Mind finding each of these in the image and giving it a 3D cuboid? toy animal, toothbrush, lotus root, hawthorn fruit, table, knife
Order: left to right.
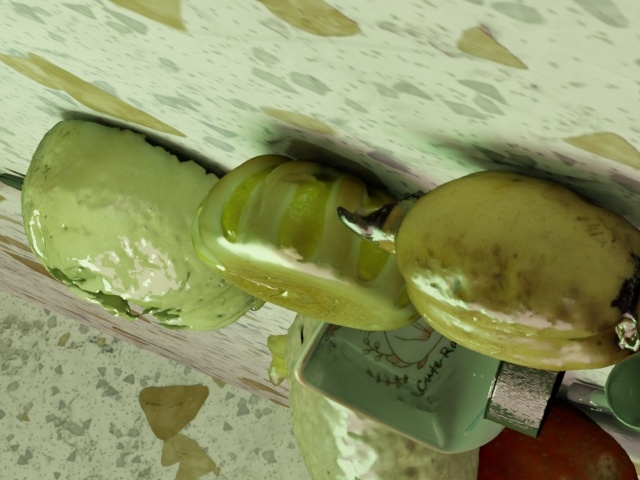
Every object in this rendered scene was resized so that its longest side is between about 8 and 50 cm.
[{"bbox_3d":[-0.279,-0.040,1.902,0.247,0.018,0.035,19,166,12],"label":"knife"},{"bbox_3d":[0.064,0.183,1.620,0.188,0.358,0.226,-16,-160,-10],"label":"toy animal"},{"bbox_3d":[0.201,0.262,1.777,0.300,0.254,0.254,47,170,2],"label":"hawthorn fruit"},{"bbox_3d":[0.114,0.013,0.991,0.221,0.118,0.125,21,137,31],"label":"lotus root"},{"bbox_3d":[0.161,0.075,1.142,0.043,0.133,0.133,21,169,12],"label":"table"},{"bbox_3d":[0.386,0.187,1.516,0.354,0.024,0.029,13,173,44],"label":"toothbrush"}]

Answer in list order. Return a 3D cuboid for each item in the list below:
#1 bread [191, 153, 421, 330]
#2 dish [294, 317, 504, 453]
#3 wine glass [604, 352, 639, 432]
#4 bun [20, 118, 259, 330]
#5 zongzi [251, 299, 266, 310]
[{"bbox_3d":[0.000,0.000,1.210,0.213,0.104,0.213,21,167,5],"label":"bread"},{"bbox_3d":[0.095,0.099,1.444,0.234,0.154,0.064,30,-169,-25],"label":"dish"},{"bbox_3d":[0.305,0.145,1.367,0.073,0.073,0.155,18,171,32],"label":"wine glass"},{"bbox_3d":[-0.164,0.000,1.463,0.259,0.152,0.259,25,169,5],"label":"bun"},{"bbox_3d":[-0.107,0.045,1.889,0.083,0.040,0.076,42,169,-25],"label":"zongzi"}]
